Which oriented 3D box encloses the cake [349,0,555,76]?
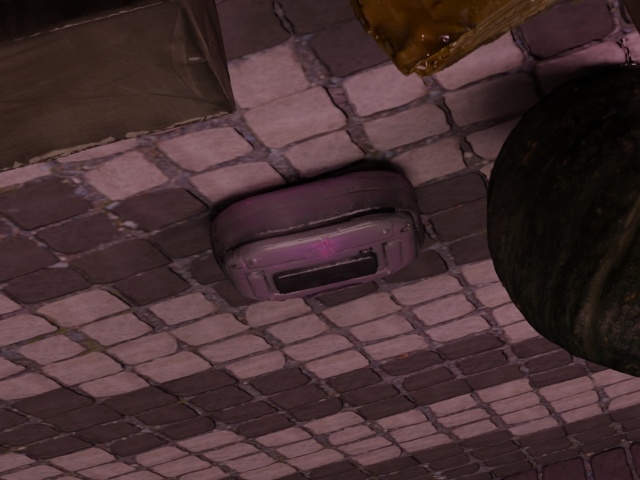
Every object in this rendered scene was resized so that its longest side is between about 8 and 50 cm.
[{"bbox_3d":[0.099,-0.195,1.080,0.185,0.116,0.080,-40,168,-18],"label":"cake"}]

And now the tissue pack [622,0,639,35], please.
[{"bbox_3d":[0.375,-0.218,0.863,0.276,0.267,0.387,-23,163,-18],"label":"tissue pack"}]

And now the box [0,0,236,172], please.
[{"bbox_3d":[-0.188,-0.147,0.906,0.231,0.149,0.155,-13,156,4],"label":"box"}]

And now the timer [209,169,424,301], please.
[{"bbox_3d":[0.000,0.000,1.430,0.208,0.069,0.191,-15,159,3],"label":"timer"}]

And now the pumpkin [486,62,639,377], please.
[{"bbox_3d":[0.317,-0.020,1.272,0.327,0.291,0.258,-6,124,-46],"label":"pumpkin"}]
